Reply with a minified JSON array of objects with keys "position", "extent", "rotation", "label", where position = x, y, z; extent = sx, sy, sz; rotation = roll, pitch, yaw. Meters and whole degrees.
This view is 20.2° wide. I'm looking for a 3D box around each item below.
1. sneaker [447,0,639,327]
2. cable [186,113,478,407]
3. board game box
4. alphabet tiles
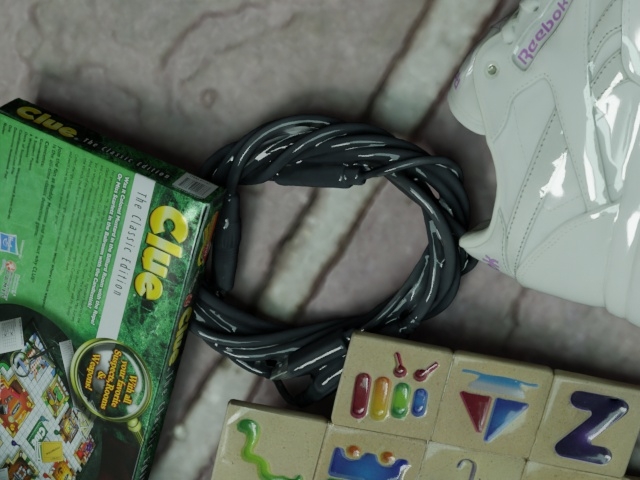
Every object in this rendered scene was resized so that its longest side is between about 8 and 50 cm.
[{"position":[0.137,-0.110,0.887],"extent":[0.152,0.114,0.305],"rotation":[14,107,22],"label":"sneaker"},{"position":[0.000,0.000,0.999],"extent":[0.184,0.047,0.150],"rotation":[-39,95,26],"label":"cable"},{"position":[-0.147,0.059,1.034],"extent":[0.136,0.030,0.260],"rotation":[25,119,14],"label":"board game box"},{"position":[0.063,0.217,1.054],"extent":[0.285,0.011,0.342],"rotation":[11,114,-6],"label":"alphabet tiles"}]
